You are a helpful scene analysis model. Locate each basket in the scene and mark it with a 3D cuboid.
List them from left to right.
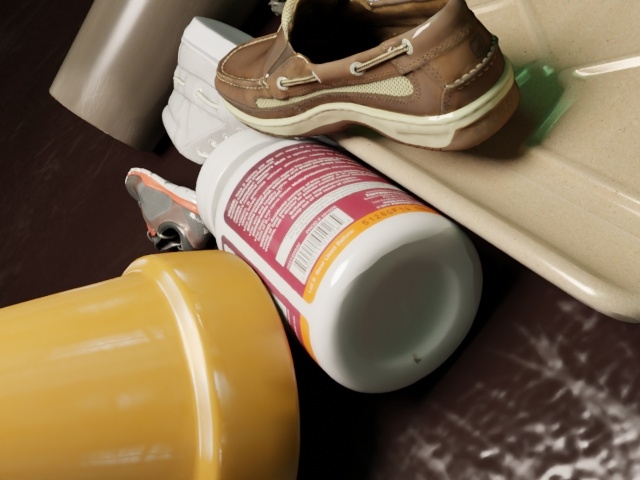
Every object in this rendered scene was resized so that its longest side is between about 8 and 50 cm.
[{"bbox_3d":[-0.180,-0.223,0.904,0.226,0.154,0.204,-57,0,4],"label":"basket"}]

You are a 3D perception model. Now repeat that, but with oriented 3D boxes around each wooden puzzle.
[{"bbox_3d":[0.198,-0.136,0.530,0.348,0.080,0.322,-48,39,-1],"label":"wooden puzzle"}]

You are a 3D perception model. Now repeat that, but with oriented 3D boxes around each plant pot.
[{"bbox_3d":[-0.144,0.110,0.525,0.205,0.188,0.205,4,95,58],"label":"plant pot"}]

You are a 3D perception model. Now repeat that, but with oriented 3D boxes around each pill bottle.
[{"bbox_3d":[0.000,0.000,0.581,0.121,0.121,0.221,-52,39,1],"label":"pill bottle"}]

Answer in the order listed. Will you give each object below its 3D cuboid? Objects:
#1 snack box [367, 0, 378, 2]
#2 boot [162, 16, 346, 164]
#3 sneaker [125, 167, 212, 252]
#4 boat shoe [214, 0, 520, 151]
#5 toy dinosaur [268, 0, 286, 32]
[{"bbox_3d":[0.048,-0.225,0.687,0.037,0.141,0.100,-11,54,40],"label":"snack box"},{"bbox_3d":[-0.061,-0.107,0.766,0.258,0.095,0.123,43,118,44],"label":"boot"},{"bbox_3d":[-0.154,-0.026,0.807,0.158,0.061,0.064,22,84,51],"label":"sneaker"},{"bbox_3d":[0.009,-0.127,0.546,0.258,0.095,0.095,11,55,45],"label":"boat shoe"},{"bbox_3d":[-0.003,-0.268,0.840,0.118,0.064,0.268,34,90,45],"label":"toy dinosaur"}]
